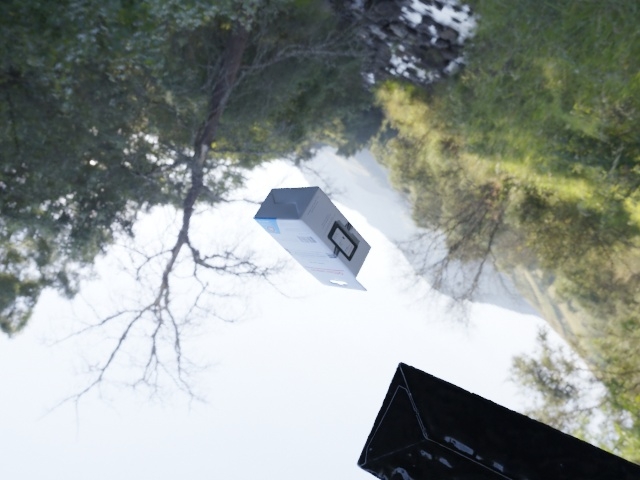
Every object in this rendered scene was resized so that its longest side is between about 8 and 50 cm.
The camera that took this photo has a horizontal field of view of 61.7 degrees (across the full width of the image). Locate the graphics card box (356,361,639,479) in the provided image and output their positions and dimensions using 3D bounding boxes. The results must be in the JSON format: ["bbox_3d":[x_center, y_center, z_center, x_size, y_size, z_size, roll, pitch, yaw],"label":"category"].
[{"bbox_3d":[0.203,0.225,0.499,0.233,0.094,0.371,20,167,29],"label":"graphics card box"}]

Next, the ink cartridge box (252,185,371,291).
[{"bbox_3d":[0.000,0.000,0.368,0.048,0.028,0.083,4,147,45],"label":"ink cartridge box"}]
